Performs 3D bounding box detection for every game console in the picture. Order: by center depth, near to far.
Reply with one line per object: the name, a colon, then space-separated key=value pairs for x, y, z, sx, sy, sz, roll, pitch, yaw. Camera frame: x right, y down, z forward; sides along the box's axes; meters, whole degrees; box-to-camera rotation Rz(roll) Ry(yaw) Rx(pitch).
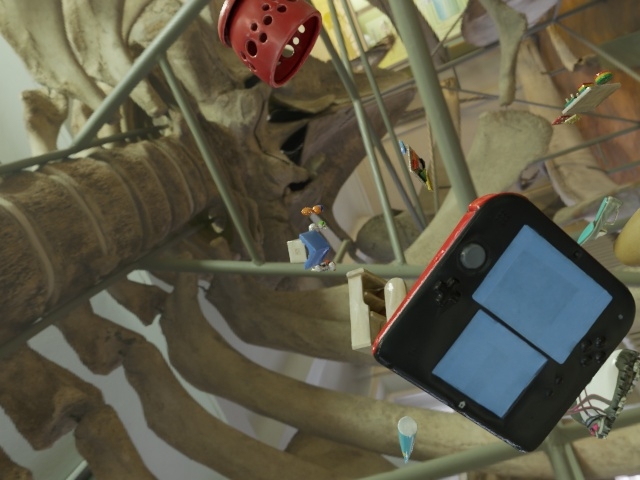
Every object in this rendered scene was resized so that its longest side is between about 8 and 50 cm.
game console: x=0.320 y=0.144 z=0.778 sx=0.387 sy=0.342 sz=0.060 roll=35 pitch=178 yaw=-17

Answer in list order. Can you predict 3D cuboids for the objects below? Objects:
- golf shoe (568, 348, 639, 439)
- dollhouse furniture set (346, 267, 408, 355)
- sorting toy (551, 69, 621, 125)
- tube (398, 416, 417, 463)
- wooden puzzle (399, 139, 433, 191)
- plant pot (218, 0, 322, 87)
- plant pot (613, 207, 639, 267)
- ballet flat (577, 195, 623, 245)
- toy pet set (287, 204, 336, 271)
golf shoe: x=0.547 y=0.297 z=0.939 sx=0.105 sy=0.120 sz=0.272 roll=-38 pitch=-41 yaw=-26
dollhouse furniture set: x=0.296 y=0.187 z=1.437 sx=0.362 sy=0.394 sz=0.256 roll=29 pitch=-131 yaw=-45
sorting toy: x=0.896 y=-0.483 z=1.578 sx=0.274 sy=0.132 sz=0.046 roll=117 pitch=139 yaw=-65
tube: x=0.246 y=0.565 z=1.339 sx=0.207 sy=0.052 sz=0.080 roll=81 pitch=-166 yaw=-49
wooden puzzle: x=0.191 y=-0.145 z=0.913 sx=0.116 sy=0.014 sz=0.078 roll=26 pitch=-131 yaw=-49
plant pot: x=-0.118 y=-0.464 z=1.037 sx=0.174 sy=0.191 sz=0.191 roll=35 pitch=-159 yaw=3
plant pot: x=1.125 y=-0.013 z=1.571 sx=0.254 sy=0.237 sz=0.237 roll=109 pitch=155 yaw=-61
ballet flat: x=0.999 y=-0.056 z=1.669 sx=0.072 sy=0.068 sz=0.213 roll=-49 pitch=-22 yaw=-52
toy pet set: x=0.000 y=0.000 z=0.832 sx=0.114 sy=0.065 sz=0.122 roll=-17 pitch=-81 yaw=-51
